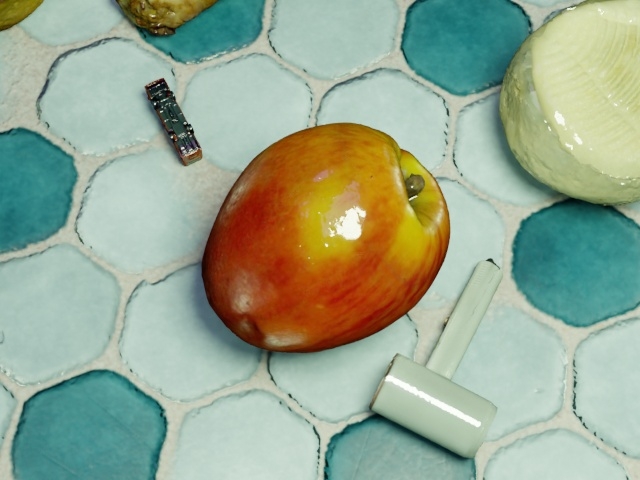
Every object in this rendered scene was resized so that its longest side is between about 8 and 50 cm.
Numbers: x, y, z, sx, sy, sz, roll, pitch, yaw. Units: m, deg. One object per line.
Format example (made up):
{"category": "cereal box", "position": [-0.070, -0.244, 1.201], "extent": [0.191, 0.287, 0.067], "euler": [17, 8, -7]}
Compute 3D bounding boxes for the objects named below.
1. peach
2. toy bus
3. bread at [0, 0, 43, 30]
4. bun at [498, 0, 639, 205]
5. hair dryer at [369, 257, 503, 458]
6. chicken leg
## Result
{"category": "peach", "position": [0.000, 0.000, 1.238], "extent": [0.238, 0.281, 0.281], "euler": [45, 67, -31]}
{"category": "toy bus", "position": [-0.180, -0.146, 1.391], "extent": [0.031, 0.043, 0.110], "euler": [-26, 73, -8]}
{"category": "bread", "position": [-0.444, -0.325, 1.402], "extent": [0.260, 0.160, 0.147], "euler": [-14, 77, -11]}
{"category": "bun", "position": [0.335, -0.154, 1.350], "extent": [0.259, 0.152, 0.259], "euler": [3, 75, -11]}
{"category": "hair dryer", "position": [0.162, 0.122, 1.290], "extent": [0.131, 0.073, 0.236], "euler": [26, 61, 7]}
{"category": "chicken leg", "position": [-0.141, -0.333, 1.449], "extent": [0.251, 0.087, 0.107], "euler": [-16, 61, -13]}
